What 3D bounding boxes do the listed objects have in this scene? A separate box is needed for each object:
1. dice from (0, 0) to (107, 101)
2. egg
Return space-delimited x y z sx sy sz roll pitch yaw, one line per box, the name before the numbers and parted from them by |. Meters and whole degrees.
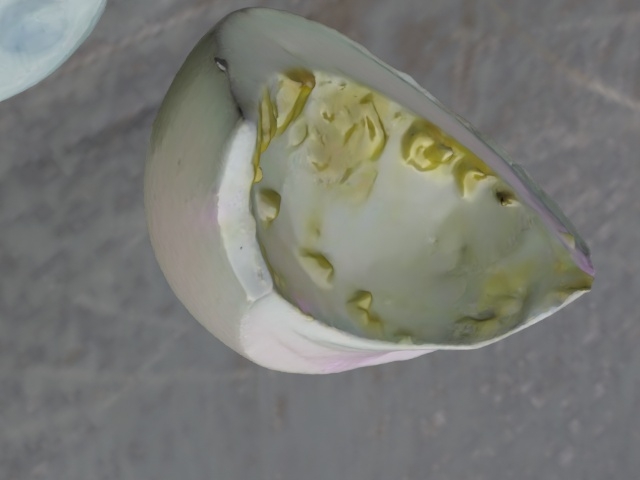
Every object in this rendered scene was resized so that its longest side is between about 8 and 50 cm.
dice | -0.337 -0.275 1.378 0.263 0.264 0.268 -21 140 -17
egg | -0.001 -0.010 0.982 0.271 0.206 0.161 22 118 -35
